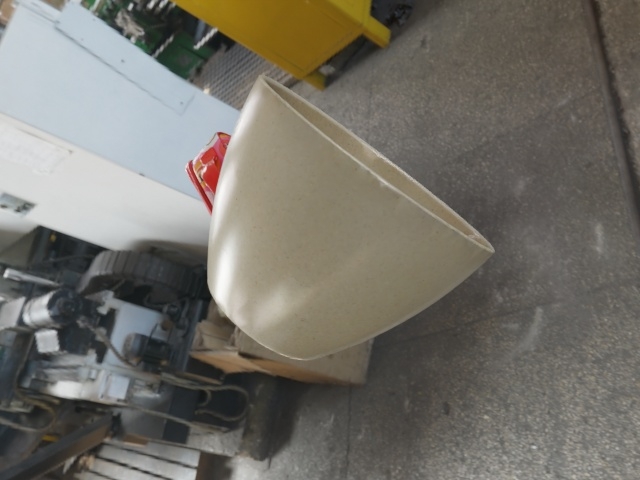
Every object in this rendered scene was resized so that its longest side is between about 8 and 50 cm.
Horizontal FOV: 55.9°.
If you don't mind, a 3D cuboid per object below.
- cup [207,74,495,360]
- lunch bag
[{"bbox_3d":[0.000,0.000,0.717,0.237,0.331,0.331,-54,35,12],"label":"cup"},{"bbox_3d":[-0.103,-0.051,1.027,0.120,0.258,0.293,-42,54,12],"label":"lunch bag"}]
